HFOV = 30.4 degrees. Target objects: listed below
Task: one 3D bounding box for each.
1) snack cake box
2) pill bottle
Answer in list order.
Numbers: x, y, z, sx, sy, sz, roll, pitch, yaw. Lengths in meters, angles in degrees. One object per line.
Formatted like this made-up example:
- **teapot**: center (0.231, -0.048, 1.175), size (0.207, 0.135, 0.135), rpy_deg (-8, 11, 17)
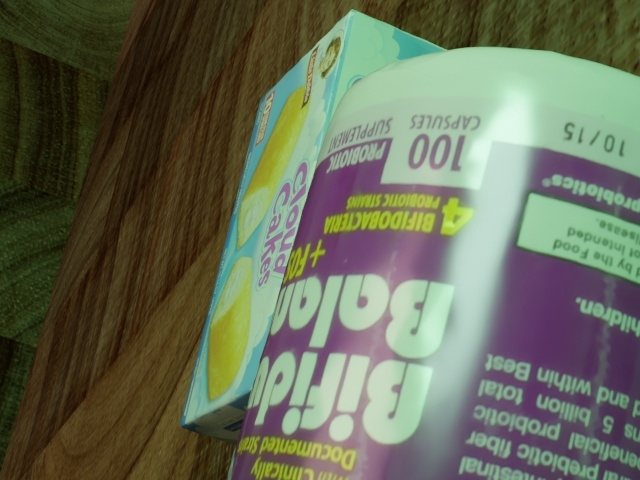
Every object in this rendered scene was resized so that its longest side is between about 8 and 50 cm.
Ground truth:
- **snack cake box**: center (0.000, 0.000, 0.785), size (0.152, 0.089, 0.264), rpy_deg (-37, 36, 58)
- **pill bottle**: center (0.049, 0.098, 0.421), size (0.169, 0.169, 0.301), rpy_deg (-26, 46, 64)
